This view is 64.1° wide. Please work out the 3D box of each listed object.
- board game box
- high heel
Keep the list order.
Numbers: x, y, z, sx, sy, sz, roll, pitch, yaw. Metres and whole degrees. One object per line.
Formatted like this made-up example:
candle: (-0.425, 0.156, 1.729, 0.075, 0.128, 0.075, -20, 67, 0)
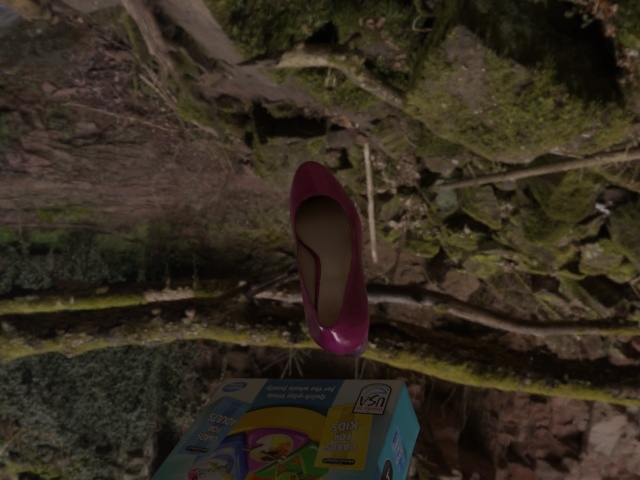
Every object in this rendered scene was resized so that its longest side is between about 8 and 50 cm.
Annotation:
board game box: (-0.065, 0.277, 0.504, 0.253, 0.079, 0.336, -8, -156, 27)
high heel: (0.000, 0.000, 0.538, 0.082, 0.244, 0.117, -11, 156, 9)
